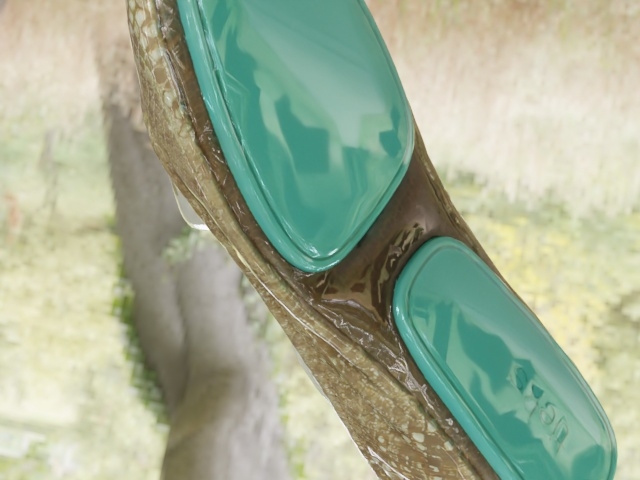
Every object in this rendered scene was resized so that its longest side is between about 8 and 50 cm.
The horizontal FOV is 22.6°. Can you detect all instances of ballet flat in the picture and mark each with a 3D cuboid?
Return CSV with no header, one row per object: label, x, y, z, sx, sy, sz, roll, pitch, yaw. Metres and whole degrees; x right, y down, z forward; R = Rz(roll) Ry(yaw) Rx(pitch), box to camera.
ballet flat,0.000,0.000,0.404,0.067,0.073,0.206,-8,121,48
